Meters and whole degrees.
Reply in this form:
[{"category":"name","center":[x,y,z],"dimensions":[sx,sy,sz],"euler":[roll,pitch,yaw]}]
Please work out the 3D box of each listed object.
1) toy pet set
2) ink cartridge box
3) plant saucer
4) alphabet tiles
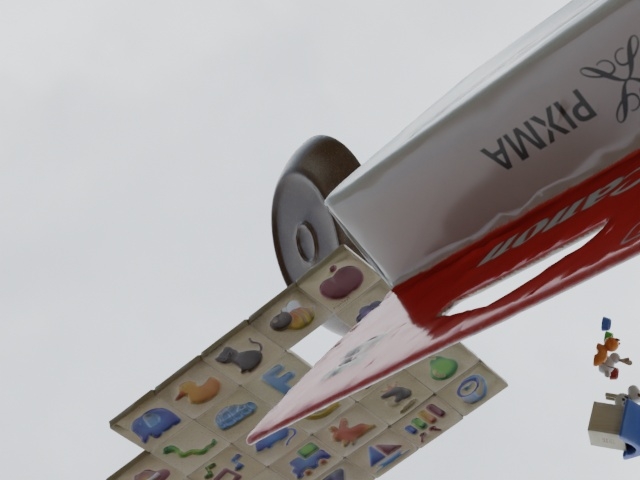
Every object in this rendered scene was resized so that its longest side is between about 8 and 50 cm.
[{"category":"toy pet set","center":[0.319,0.159,1.523],"dimensions":[0.065,0.122,0.114],"euler":[7,-120,21]},{"category":"ink cartridge box","center":[0.095,-0.048,0.551],"dimensions":[0.275,0.060,0.239],"euler":[-33,-174,47]},{"category":"plant saucer","center":[0.000,0.000,1.396],"dimensions":[0.036,0.198,0.198],"euler":[-11,-149,-27]},{"category":"alphabet tiles","center":[-0.018,0.120,0.986],"dimensions":[0.237,0.198,0.009],"euler":[-37,-138,15]}]
